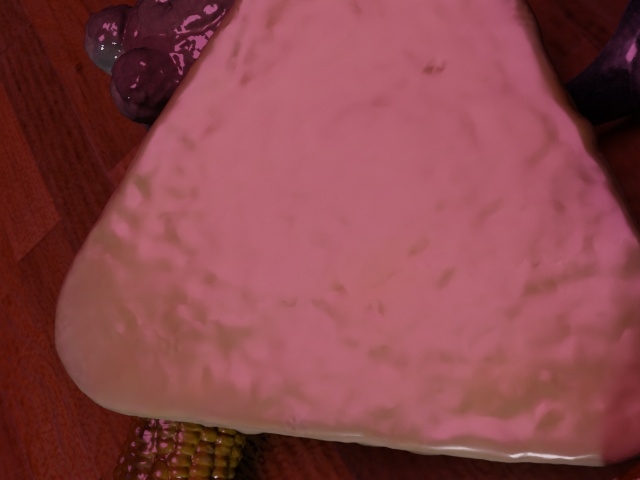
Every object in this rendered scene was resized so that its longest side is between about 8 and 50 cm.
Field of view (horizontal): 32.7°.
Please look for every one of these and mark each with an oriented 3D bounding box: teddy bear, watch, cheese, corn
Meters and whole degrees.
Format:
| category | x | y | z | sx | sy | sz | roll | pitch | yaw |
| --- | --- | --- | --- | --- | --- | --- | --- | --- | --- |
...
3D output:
| category | x | y | z | sx | sy | sz | roll | pitch | yaw |
| --- | --- | --- | --- | --- | --- | --- | --- | --- | --- |
| teddy bear | -0.057 | -0.190 | 0.856 | 0.267 | 0.151 | 0.236 | -49 | 44 | 13 |
| watch | 0.165 | -0.164 | 0.742 | 0.193 | 0.068 | 0.206 | 17 | 77 | 42 |
| cheese | -0.001 | -0.001 | 0.666 | 0.384 | 0.104 | 0.384 | -2 | 83 | 19 |
| corn | -0.095 | 0.148 | 0.771 | 0.097 | 0.097 | 0.319 | 2 | 69 | 36 |

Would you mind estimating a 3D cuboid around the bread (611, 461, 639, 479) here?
| category | x | y | z | sx | sy | sz | roll | pitch | yaw |
| --- | --- | --- | --- | --- | --- | --- | --- | --- | --- |
| bread | 0.234 | 0.119 | 0.520 | 0.172 | 0.132 | 0.103 | -43 | 8 | 11 |
